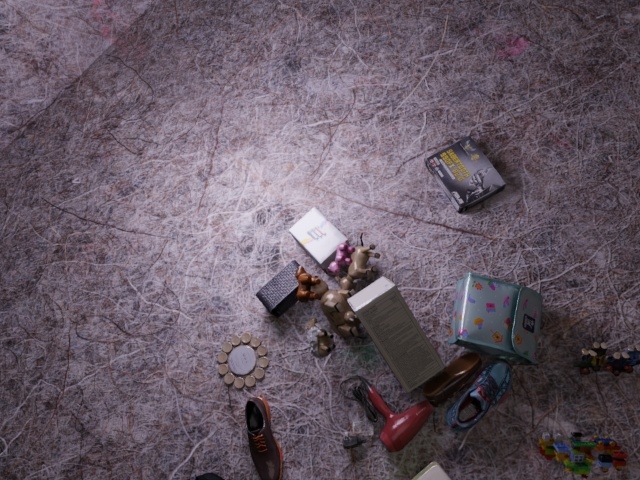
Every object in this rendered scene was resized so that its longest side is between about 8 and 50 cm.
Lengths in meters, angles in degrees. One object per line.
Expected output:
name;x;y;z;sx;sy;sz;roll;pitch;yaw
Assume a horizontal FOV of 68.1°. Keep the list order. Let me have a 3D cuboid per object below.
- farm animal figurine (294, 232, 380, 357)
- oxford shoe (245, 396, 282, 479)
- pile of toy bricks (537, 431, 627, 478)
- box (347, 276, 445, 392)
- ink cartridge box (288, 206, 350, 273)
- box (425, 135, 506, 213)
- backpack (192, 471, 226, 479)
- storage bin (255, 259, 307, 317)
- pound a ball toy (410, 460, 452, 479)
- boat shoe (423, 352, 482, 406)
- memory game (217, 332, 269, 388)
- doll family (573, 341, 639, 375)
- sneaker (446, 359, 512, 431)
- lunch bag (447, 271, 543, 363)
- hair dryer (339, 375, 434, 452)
farm animal figurine;0.052;0.173;1.541;0.330;0.172;0.327;-19;95;-32
oxford shoe;-0.189;0.626;1.474;0.096;0.098;0.272;-21;68;2
pile of toy bricks;0.730;0.611;1.319;0.212;0.118;0.105;2;103;2
box;0.226;0.280;1.431;0.147;0.121;0.311;-32;101;-3
ink cartridge box;0.000;0.000;1.649;0.127;0.128;0.176;-42;68;-6
box;0.509;-0.235;1.679;0.183;0.056;0.231;-28;68;0
backpack;-0.312;0.820;1.359;0.263;0.276;0.213;42;95;24
storage bin;-0.118;0.166;1.614;0.180;0.122;0.084;-41;69;-6
pound a ball toy;0.242;0.764;1.287;0.319;0.208;0.136;-39;68;-5
boat shoe;0.413;0.429;1.457;0.207;0.073;0.073;-36;106;0
memory game;-0.264;0.408;1.613;0.186;0.012;0.186;-3;71;9
doll family;0.845;0.353;1.382;0.192;0.112;0.076;3;37;24
sneaker;0.482;0.462;1.395;0.104;0.125;0.262;39;81;20
lunch bag;0.546;0.241;1.450;0.262;0.160;0.224;15;70;3
hair dryer;0.199;0.526;1.449;0.293;0.080;0.224;-3;69;9
